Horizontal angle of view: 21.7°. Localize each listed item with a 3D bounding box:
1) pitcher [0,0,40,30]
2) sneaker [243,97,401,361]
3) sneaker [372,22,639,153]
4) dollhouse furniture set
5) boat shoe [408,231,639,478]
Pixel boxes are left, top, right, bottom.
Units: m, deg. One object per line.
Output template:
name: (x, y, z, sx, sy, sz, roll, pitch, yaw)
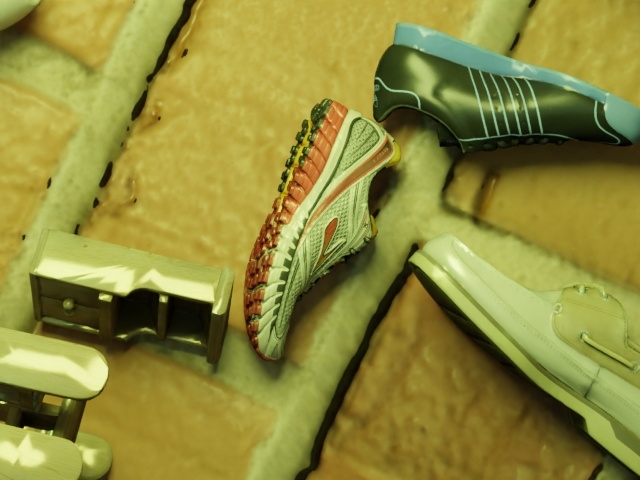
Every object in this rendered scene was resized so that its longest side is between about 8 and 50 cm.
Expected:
pitcher: (-0.339, -0.251, 1.382, 0.207, 0.125, 0.178, -4, 84, 10)
sneaker: (0.000, 0.000, 1.405, 0.092, 0.088, 0.225, 22, 96, -13)
sneaker: (0.157, -0.108, 1.415, 0.232, 0.081, 0.090, 19, 93, 5)
dollhouse furniture set: (-0.176, 0.133, 1.343, 0.161, 0.212, 0.242, 13, 63, 0)
boat shoe: (0.209, 0.083, 1.405, 0.302, 0.113, 0.103, 40, 88, -12)
